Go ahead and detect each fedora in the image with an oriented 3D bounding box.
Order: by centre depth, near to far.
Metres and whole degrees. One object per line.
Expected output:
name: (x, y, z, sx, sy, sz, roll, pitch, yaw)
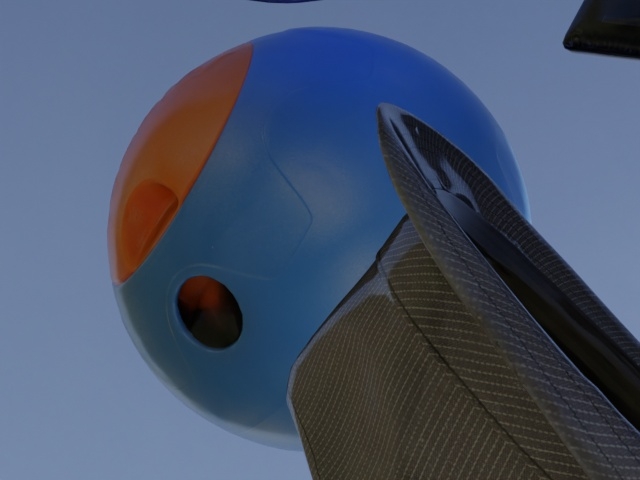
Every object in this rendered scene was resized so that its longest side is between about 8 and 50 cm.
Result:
fedora: (0.078, 0.086, 0.486, 0.124, 0.243, 0.275, -45, -101, 13)

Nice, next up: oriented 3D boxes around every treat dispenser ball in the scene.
treat dispenser ball: (0.000, 0.000, 0.829, 0.288, 0.288, 0.288, 22, -56, 38)

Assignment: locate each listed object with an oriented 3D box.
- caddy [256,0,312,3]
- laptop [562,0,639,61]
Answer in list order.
caddy: (-0.045, -0.294, 0.628, 0.341, 0.241, 0.179, 68, -26, 8)
laptop: (0.449, -0.204, 0.822, 0.382, 0.408, 0.236, 16, -20, 41)
